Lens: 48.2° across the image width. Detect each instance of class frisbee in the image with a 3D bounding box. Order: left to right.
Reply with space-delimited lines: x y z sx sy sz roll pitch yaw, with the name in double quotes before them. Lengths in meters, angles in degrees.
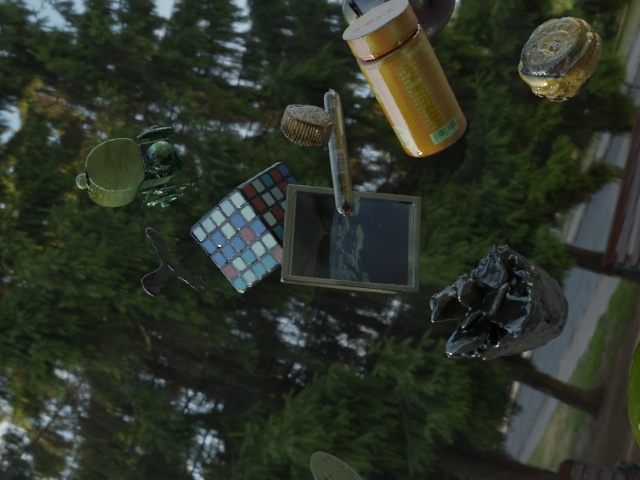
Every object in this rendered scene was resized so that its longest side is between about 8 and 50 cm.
"frisbee" -0.351 0.077 1.714 0.012 0.187 0.211 -38 35 26

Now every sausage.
"sausage" 0.031 -0.154 1.224 0.033 0.032 0.269 74 -171 -62

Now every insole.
"insole" 0.095 0.618 1.673 0.109 0.322 0.007 -28 -25 -44

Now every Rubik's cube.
"Rubik's cube" -0.130 -0.031 1.539 0.182 0.184 0.187 -35 7 36

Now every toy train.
"toy train" -0.334 -0.110 1.288 0.127 0.189 0.307 65 162 -5

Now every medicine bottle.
"medicine bottle" 0.116 -0.212 0.951 0.192 0.096 0.096 56 -137 -29

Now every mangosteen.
"mangosteen" 0.194 -0.625 1.842 0.300 0.300 0.301 15 -90 -75

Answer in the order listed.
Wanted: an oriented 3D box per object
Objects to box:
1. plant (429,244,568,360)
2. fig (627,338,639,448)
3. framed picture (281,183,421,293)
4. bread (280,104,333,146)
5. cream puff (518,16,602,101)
"plant" 0.348 0.125 1.410 0.276 0.189 0.199 6 -38 -43
"fig" 0.447 0.132 0.662 0.316 0.316 0.316 15 -90 -75
"framed picture" 0.058 -0.002 1.316 0.023 0.259 0.189 117 157 -73
"bread" -0.022 -0.176 1.130 0.085 0.085 0.053 -50 -18 -57
"cream puff" 0.539 -0.399 1.598 0.129 0.189 0.189 33 -111 -38
